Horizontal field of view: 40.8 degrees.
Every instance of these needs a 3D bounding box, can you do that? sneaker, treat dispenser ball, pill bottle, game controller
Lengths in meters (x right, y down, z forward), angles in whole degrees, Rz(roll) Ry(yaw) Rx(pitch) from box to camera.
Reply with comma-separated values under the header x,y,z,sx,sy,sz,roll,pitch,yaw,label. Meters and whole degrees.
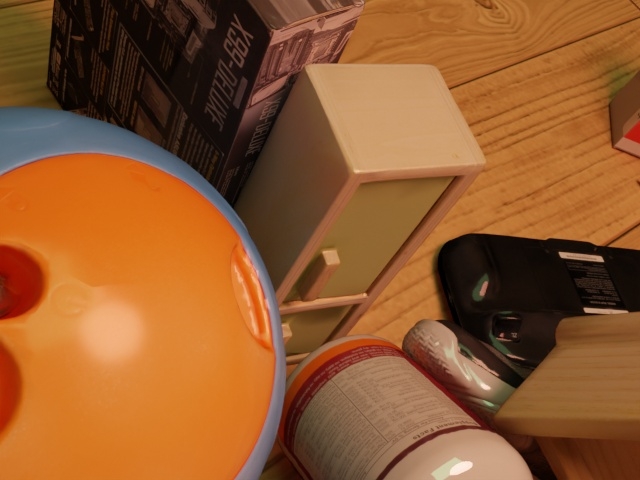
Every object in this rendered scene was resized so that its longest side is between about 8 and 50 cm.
x,y,z,sx,sy,sz,roll,pitch,yaw,label
0.195,0.122,0.706,0.268,0.101,0.153,41,67,-8,sneaker
-0.163,0.070,0.483,0.288,0.288,0.288,13,52,-17,treat dispenser ball
0.063,0.159,0.569,0.121,0.121,0.221,-2,20,-26,pill bottle
0.269,0.069,0.849,0.319,0.067,0.166,6,40,-22,game controller

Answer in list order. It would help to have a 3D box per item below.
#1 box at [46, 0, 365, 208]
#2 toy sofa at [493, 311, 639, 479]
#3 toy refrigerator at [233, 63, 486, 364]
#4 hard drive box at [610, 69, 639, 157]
x,y,z,sx,sy,sz,roll,pitch,yaw,label
-0.111,-0.143,0.649,0.076,0.307,0.242,-25,69,-32,box
0.289,0.211,0.591,0.177,0.150,0.362,-37,103,-35,toy sofa
0.000,0.000,0.623,0.102,0.269,0.094,-6,60,-30,toy refrigerator
0.500,-0.154,1.031,0.232,0.181,0.089,20,51,-10,hard drive box
